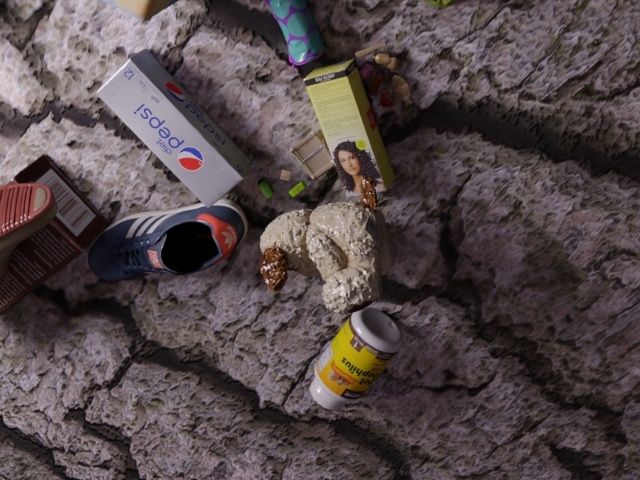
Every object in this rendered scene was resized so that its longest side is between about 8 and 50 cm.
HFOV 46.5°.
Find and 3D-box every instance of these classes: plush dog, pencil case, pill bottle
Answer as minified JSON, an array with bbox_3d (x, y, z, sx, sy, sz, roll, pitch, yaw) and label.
[{"bbox_3d":[0.000,0.000,1.330,0.226,0.262,0.210,-4,109,16],"label":"plush dog"},{"bbox_3d":[-0.047,-0.368,1.243,0.070,0.064,0.151,-26,111,3],"label":"pencil case"},{"bbox_3d":[0.066,0.246,1.515,0.117,0.117,0.215,30,118,-7],"label":"pill bottle"}]

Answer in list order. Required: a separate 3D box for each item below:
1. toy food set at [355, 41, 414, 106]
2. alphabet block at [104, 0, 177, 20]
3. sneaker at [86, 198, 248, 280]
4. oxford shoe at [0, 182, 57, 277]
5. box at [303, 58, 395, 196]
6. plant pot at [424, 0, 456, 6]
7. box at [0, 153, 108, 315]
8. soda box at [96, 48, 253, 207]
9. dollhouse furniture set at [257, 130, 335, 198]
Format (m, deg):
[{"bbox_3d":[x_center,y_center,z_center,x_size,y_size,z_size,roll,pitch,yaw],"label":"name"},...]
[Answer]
[{"bbox_3d":[0.108,-0.282,1.291,0.078,0.019,0.122,-16,121,17],"label":"toy food set"},{"bbox_3d":[-0.294,-0.487,1.151,0.194,0.192,0.197,25,119,-7],"label":"alphabet block"},{"bbox_3d":[-0.317,0.018,1.439,0.350,0.148,0.131,-18,113,18],"label":"sneaker"},{"bbox_3d":[-0.604,0.003,1.364,0.348,0.123,0.130,-21,137,18],"label":"oxford shoe"},{"bbox_3d":[0.054,-0.194,1.312,0.087,0.058,0.232,-9,116,30],"label":"box"},{"bbox_3d":[0.191,-0.404,1.178,0.083,0.079,0.083,4,118,8],"label":"plant pot"},{"bbox_3d":[-0.635,0.020,1.498,0.381,0.143,0.191,-33,108,21],"label":"box"},{"bbox_3d":[-0.259,-0.201,1.348,0.098,0.091,0.286,-37,107,23],"label":"soda box"},{"bbox_3d":[-0.045,-0.133,1.389,0.152,0.058,0.076,-37,100,4],"label":"dollhouse furniture set"}]
